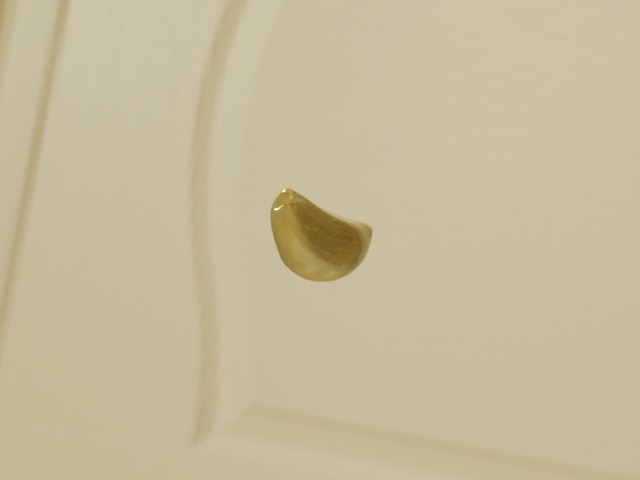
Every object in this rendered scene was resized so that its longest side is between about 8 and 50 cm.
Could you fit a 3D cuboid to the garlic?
[{"bbox_3d":[0.000,-0.001,1.161,0.083,0.041,0.053,30,-114,-42],"label":"garlic"}]
